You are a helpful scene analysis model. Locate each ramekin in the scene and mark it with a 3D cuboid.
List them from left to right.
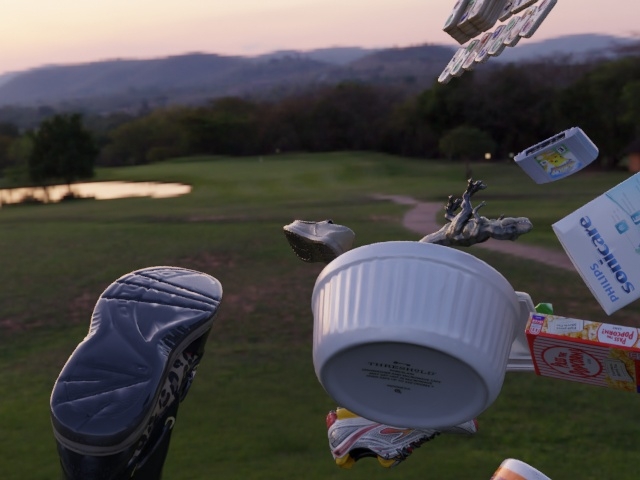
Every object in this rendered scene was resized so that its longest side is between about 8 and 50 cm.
[{"bbox_3d":[0.113,0.132,1.170,0.272,0.273,0.127,0,51,16],"label":"ramekin"}]

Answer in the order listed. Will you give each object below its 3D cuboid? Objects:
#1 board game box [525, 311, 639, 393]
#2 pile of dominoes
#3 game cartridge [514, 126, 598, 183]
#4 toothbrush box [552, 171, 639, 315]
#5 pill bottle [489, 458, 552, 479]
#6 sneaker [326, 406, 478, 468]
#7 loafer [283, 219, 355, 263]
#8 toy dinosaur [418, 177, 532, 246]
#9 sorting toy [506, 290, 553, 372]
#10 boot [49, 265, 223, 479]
[{"bbox_3d":[0.447,0.187,1.536,0.193,0.147,0.045,7,57,27],"label":"board game box"},{"bbox_3d":[0.245,-0.321,1.229,0.040,0.196,0.251,34,-19,-15],"label":"pile of dominoes"},{"bbox_3d":[0.274,-0.096,1.073,0.083,0.017,0.056,-26,-46,35],"label":"game cartridge"},{"bbox_3d":[0.436,-0.045,1.094,0.295,0.126,0.216,-32,-8,15],"label":"toothbrush box"},{"bbox_3d":[0.352,0.656,1.857,0.392,0.224,0.224,-51,26,-13],"label":"pill bottle"},{"bbox_3d":[0.121,0.289,1.363,0.225,0.093,0.088,-12,-30,17],"label":"sneaker"},{"bbox_3d":[0.000,0.000,1.281,0.050,0.056,0.148,-33,27,-22],"label":"loafer"},{"bbox_3d":[0.241,-0.031,1.587,0.064,0.118,0.268,26,-28,-32],"label":"toy dinosaur"},{"bbox_3d":[0.367,0.181,1.815,0.347,0.196,0.047,7,-40,-37],"label":"sorting toy"},{"bbox_3d":[-0.223,0.219,1.125,0.138,0.284,0.377,11,26,2],"label":"boot"}]
